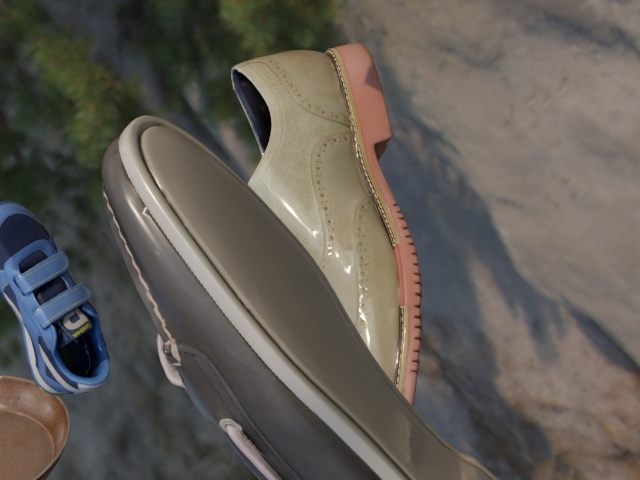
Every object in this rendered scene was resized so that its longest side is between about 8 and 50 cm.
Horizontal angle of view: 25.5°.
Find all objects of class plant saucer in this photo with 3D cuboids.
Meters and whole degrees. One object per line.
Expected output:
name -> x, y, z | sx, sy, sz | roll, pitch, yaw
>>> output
plant saucer -> -0.257, 0.152, 0.992 | 0.168, 0.168, 0.029 | 28, 132, 44

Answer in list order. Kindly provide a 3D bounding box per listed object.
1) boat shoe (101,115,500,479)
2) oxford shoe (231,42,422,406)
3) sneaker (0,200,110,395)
boat shoe -> -0.009, 0.094, 0.685 | 0.335, 0.095, 0.112 | 49, -158, -13
oxford shoe -> 0.000, 0.000, 1.303 | 0.140, 0.146, 0.397 | 109, 154, -58
sneaker -> -0.178, 0.039, 0.936 | 0.059, 0.053, 0.144 | 5, 123, 52
